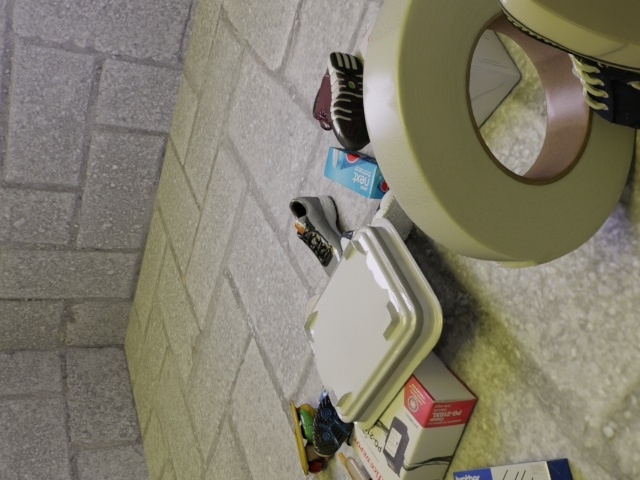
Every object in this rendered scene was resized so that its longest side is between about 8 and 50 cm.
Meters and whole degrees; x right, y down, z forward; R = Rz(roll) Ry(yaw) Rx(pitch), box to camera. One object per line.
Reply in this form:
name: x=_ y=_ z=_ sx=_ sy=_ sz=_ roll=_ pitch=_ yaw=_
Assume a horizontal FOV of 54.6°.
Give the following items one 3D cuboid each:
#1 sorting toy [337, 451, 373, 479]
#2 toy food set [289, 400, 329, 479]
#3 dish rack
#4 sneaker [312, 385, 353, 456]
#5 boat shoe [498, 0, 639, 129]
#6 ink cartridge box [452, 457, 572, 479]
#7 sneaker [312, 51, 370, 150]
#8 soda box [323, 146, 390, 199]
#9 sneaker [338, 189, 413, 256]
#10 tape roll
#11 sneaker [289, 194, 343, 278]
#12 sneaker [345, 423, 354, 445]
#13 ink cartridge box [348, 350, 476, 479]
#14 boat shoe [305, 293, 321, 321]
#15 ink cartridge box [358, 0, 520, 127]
sorting toy: x=0.127 y=0.510 z=1.159 sx=0.347 sy=0.047 sz=0.196 roll=46 pitch=164 yaw=53
toy food set: x=-0.019 y=0.482 z=1.477 sx=0.128 sy=0.071 sz=0.218 roll=91 pitch=166 yaw=-54
dish rack: x=0.069 y=0.153 z=1.133 sx=0.333 sy=0.072 sz=0.285 roll=-63 pitch=37 yaw=34
sneaker: x=0.032 y=0.338 z=1.245 sx=0.081 sy=0.080 sz=0.211 roll=97 pitch=-170 yaw=-48
boat shoe: x=0.311 y=-0.197 z=0.666 sx=0.158 sy=0.341 sz=0.127 roll=130 pitch=146 yaw=-62
ink cartridge box: x=0.289 y=0.389 z=0.933 sx=0.207 sy=0.046 sz=0.097 roll=-40 pitch=52 yaw=53
sneaker: x=0.046 y=-0.277 z=1.403 sx=0.162 sy=0.106 sz=0.281 roll=123 pitch=150 yaw=-50
soda box: x=0.086 y=-0.146 z=1.333 sx=0.210 sy=0.067 sz=0.071 roll=35 pitch=117 yaw=57
sneaker: x=0.099 y=-0.016 z=1.267 sx=0.153 sy=0.094 sz=0.235 roll=39 pitch=131 yaw=46
tape roll: x=0.229 y=-0.164 z=0.744 sx=0.072 sy=0.392 sz=0.392 roll=-4 pitch=84 yaw=61
sneaker: x=0.000 y=0.000 z=1.437 sx=0.100 sy=0.108 sz=0.271 roll=-61 pitch=39 yaw=36
sneaker: x=0.072 y=0.346 z=1.333 sx=0.089 sy=0.051 sz=0.170 roll=34 pitch=112 yaw=58
ink cartridge box: x=0.157 y=0.329 z=1.121 sx=0.172 sy=0.100 sz=0.237 roll=48 pitch=128 yaw=53
boat shoe: x=0.073 y=0.179 z=1.295 sx=0.324 sy=0.097 sz=0.116 roll=4 pitch=91 yaw=61
ink cartridge box: x=0.186 y=-0.347 z=1.114 sx=0.207 sy=0.119 sz=0.353 roll=-55 pitch=42 yaw=45
